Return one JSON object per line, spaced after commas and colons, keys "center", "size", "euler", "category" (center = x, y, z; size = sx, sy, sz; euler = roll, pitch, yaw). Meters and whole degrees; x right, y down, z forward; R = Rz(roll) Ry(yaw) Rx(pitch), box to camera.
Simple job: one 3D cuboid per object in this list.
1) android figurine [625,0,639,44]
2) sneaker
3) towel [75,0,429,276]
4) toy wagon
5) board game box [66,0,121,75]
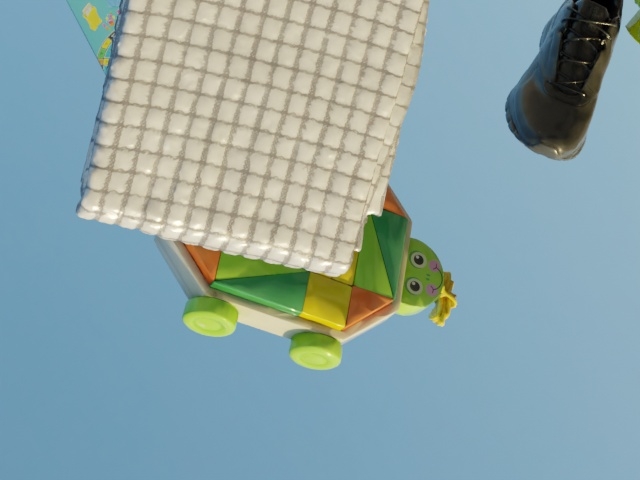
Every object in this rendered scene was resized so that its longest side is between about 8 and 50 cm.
{"center": [0.484, -0.215, 2.170], "size": [0.248, 0.056, 0.273], "euler": [17, -148, -42], "category": "android figurine"}
{"center": [0.302, -0.219, 2.103], "size": [0.109, 0.130, 0.286], "euler": [20, -128, -2], "category": "sneaker"}
{"center": [-0.050, -0.131, 1.346], "size": [0.235, 0.283, 0.121], "euler": [11, -170, -14], "category": "towel"}
{"center": [0.000, 0.000, 1.843], "size": [0.344, 0.068, 0.267], "euler": [19, -119, -16], "category": "toy wagon"}
{"center": [-0.110, -0.219, 1.645], "size": [0.079, 0.254, 0.336], "euler": [-31, -84, -46], "category": "board game box"}
